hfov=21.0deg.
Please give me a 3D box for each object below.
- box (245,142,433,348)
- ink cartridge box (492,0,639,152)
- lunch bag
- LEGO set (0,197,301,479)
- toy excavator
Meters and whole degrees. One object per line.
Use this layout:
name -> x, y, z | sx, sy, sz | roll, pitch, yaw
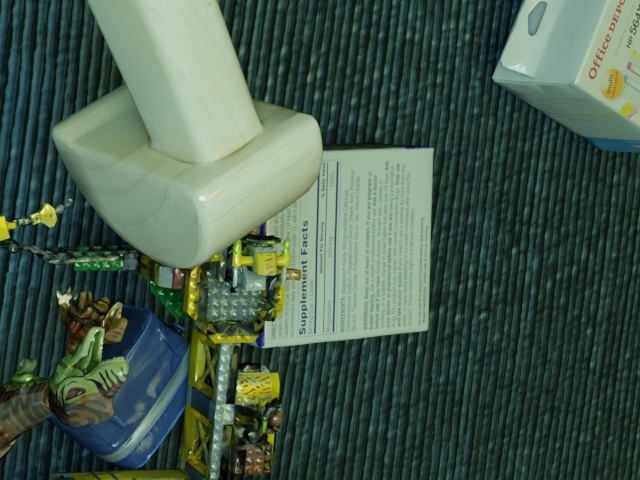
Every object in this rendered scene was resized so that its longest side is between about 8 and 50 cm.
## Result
box -> 0.000, 0.000, 1.132 | 0.137, 0.072, 0.126 | -4, 98, -35
ink cartridge box -> 0.203, -0.132, 1.247 | 0.143, 0.090, 0.092 | 26, 81, -35
lunch bag -> -0.116, 0.089, 1.065 | 0.065, 0.067, 0.098 | 44, 71, -29
LEGO set -> -0.134, 0.104, 0.905 | 0.331, 0.192, 0.255 | 9, 97, -28
toy excavator -> -0.176, -0.241, 0.795 | 0.222, 0.445, 0.433 | -34, 150, -27
